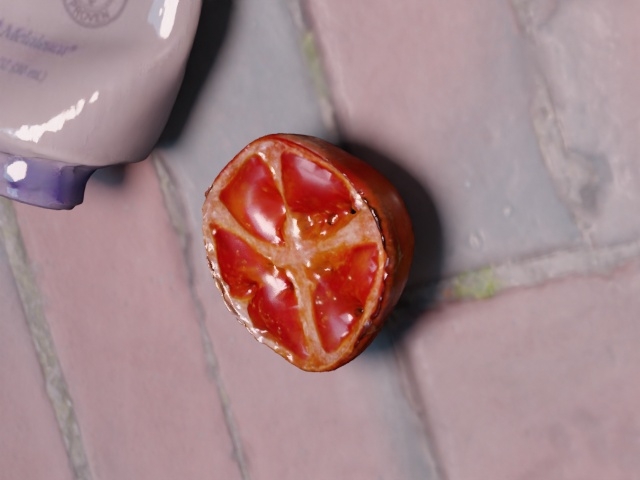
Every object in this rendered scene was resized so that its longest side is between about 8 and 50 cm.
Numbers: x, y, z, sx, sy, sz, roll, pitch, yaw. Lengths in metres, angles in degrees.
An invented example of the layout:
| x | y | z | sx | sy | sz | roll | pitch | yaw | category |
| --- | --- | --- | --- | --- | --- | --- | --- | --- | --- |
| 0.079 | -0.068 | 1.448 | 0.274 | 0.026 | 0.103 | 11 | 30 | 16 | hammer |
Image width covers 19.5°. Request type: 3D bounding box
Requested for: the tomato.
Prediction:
| x | y | z | sx | sy | sz | roll | pitch | yaw | category |
| --- | --- | --- | --- | --- | --- | --- | --- | --- | --- |
| 0.000 | 0.000 | 1.188 | 0.155 | 0.069 | 0.155 | 15 | 114 | 36 | tomato |

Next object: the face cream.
| x | y | z | sx | sy | sz | roll | pitch | yaw | category |
| --- | --- | --- | --- | --- | --- | --- | --- | --- | --- |
| -0.154 | -0.224 | 1.248 | 0.235 | 0.137 | 0.420 | 20 | 104 | 32 | face cream |
